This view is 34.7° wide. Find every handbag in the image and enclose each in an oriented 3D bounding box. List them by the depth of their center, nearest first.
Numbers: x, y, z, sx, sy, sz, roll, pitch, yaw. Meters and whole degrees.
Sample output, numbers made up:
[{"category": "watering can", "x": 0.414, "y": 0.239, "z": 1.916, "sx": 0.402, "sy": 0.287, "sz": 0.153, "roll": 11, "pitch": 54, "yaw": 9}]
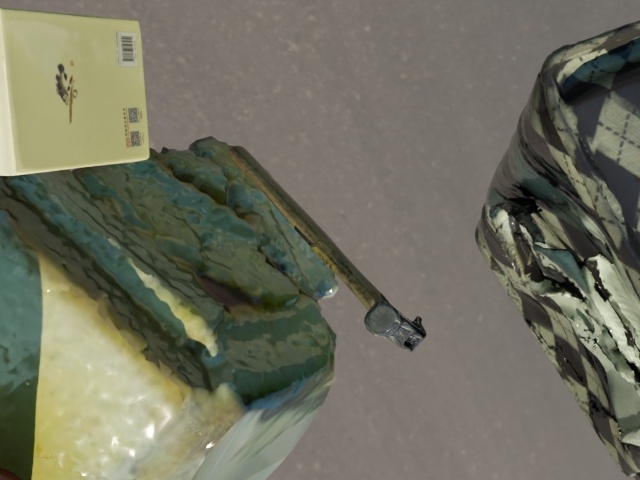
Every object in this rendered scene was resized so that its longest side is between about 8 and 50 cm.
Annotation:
[{"category": "handbag", "x": 0.263, "y": 0.045, "z": 0.819, "sx": 0.180, "sy": 0.317, "sz": 0.416, "roll": -22, "pitch": 167, "yaw": -3}]

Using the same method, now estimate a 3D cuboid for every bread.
[{"category": "bread", "x": -0.153, "y": 0.095, "z": 0.810, "sx": 0.239, "sy": 0.264, "sz": 0.395, "roll": -47, "pitch": 164, "yaw": 27}]

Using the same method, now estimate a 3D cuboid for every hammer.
[{"category": "hammer", "x": 0.000, "y": 0.000, "z": 0.583, "sx": 0.017, "sy": 0.182, "sz": 0.062, "roll": -47, "pitch": 143, "yaw": 7}]

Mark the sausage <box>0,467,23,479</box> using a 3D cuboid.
[{"category": "sausage", "x": -0.207, "y": 0.178, "z": 0.611, "sx": 0.077, "sy": 0.077, "sz": 0.194, "roll": -35, "pitch": 174, "yaw": -27}]

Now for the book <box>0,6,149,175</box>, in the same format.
[{"category": "book", "x": -0.125, "y": -0.075, "z": 0.516, "sx": 0.111, "sy": 0.014, "sz": 0.077, "roll": -17, "pitch": 106, "yaw": -64}]
